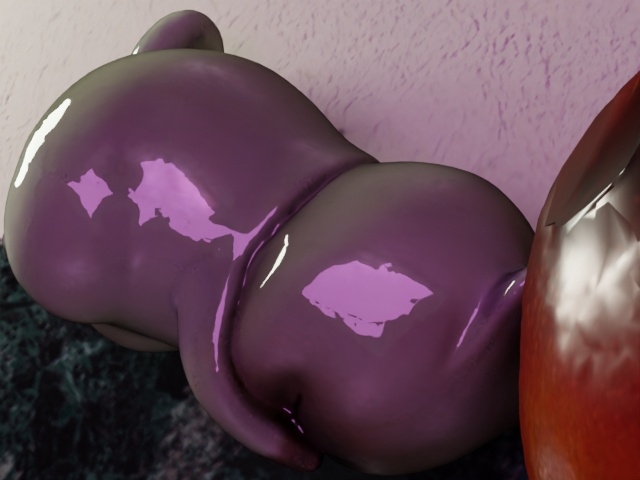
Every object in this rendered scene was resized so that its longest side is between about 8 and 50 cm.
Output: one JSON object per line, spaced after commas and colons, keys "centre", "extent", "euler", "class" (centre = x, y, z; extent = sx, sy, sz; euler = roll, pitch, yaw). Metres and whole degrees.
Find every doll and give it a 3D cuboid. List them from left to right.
{"centre": [-0.028, 0.013, 1.145], "extent": [0.370, 0.215, 0.226], "euler": [35, 77, 28], "class": "doll"}

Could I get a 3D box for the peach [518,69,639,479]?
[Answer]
{"centre": [0.269, 0.068, 0.894], "extent": [0.388, 0.388, 0.388], "euler": [-5, 76, 23], "class": "peach"}
